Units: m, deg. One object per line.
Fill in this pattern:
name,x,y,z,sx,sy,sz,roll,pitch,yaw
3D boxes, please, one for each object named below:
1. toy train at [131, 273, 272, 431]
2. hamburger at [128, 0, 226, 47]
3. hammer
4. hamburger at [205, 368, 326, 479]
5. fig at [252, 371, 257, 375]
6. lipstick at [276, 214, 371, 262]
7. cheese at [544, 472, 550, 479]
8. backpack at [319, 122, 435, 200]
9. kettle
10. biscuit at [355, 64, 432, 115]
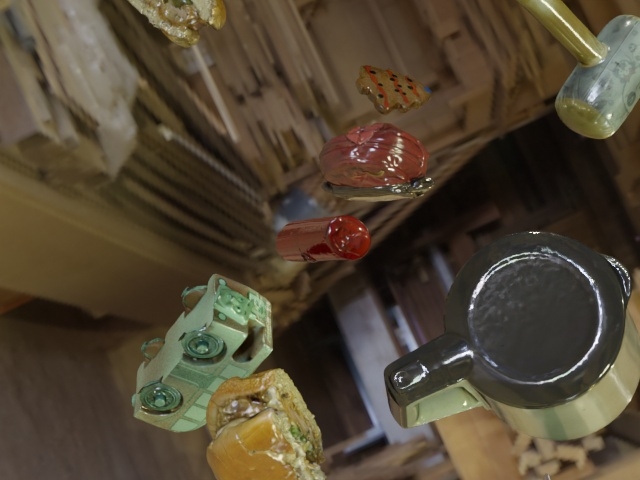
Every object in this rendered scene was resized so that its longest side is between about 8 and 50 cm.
toy train,-0.205,0.201,1.921,0.159,0.326,0.129,26,36,-22
hamburger,-0.259,-0.439,2.029,0.262,0.124,0.131,46,14,30
hammer,0.388,-0.310,1.721,0.305,0.202,0.113,40,-13,-29
hamburger,-0.084,0.306,1.646,0.283,0.156,0.144,65,8,-50
fig,-0.150,0.290,2.151,0.084,0.082,0.098,119,-7,-59
lipstick,-0.001,-0.001,1.729,0.073,0.073,0.279,65,-16,-6
cheese,0.490,0.576,2.231,0.135,0.052,0.245,74,-5,-69
backpack,0.099,-0.149,2.138,0.229,0.229,0.139,46,45,-75
kettle,0.256,0.154,1.543,0.376,0.361,0.250,40,28,-69
biscuit,0.116,-0.237,1.769,0.019,0.130,0.119,116,-34,-40
